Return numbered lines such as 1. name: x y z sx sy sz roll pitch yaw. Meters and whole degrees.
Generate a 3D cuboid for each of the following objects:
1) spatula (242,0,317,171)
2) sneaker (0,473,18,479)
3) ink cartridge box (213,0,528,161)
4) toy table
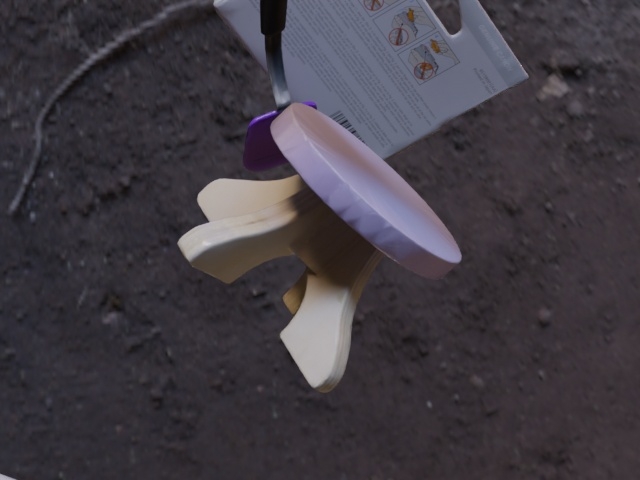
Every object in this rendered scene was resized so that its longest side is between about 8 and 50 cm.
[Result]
1. spatula: -0.044 -0.185 1.381 0.084 0.030 0.296 -19 133 -21
2. sneaker: -0.158 0.109 0.372 0.217 0.079 0.121 26 69 -36
3. ink cartridge box: 0.057 -0.228 1.514 0.239 0.060 0.275 -29 122 18
4. toy table: 0.000 0.000 1.288 0.161 0.252 0.274 -41 135 12
